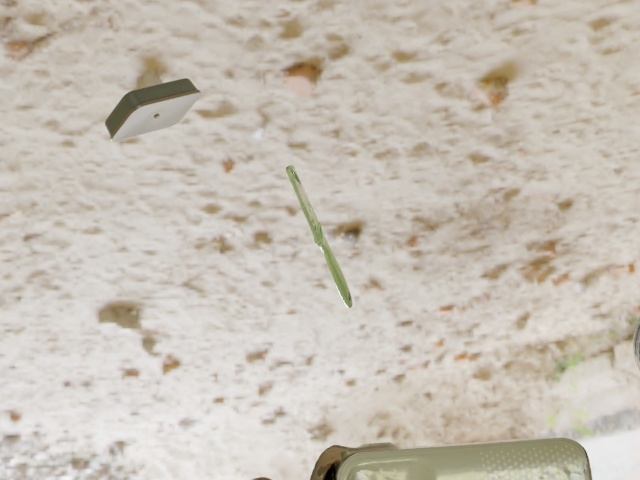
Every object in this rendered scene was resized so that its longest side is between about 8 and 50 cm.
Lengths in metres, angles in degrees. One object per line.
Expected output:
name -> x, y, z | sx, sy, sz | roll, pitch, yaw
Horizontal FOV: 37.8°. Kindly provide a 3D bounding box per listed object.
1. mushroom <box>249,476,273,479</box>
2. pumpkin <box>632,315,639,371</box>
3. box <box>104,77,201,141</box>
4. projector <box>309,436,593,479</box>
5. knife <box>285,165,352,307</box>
mushroom -> -0.085, 0.434, 1.477 | 0.109, 0.126, 0.085 | -33, -174, -16
pumpkin -> 0.476, 0.119, 1.097 | 0.211, 0.152, 0.211 | -19, -159, 7
box -> -0.230, -0.180, 1.275 | 0.126, 0.031, 0.091 | -25, 170, -45
projector -> 0.106, 0.253, 0.803 | 0.242, 0.163, 0.177 | -4, 166, 0
knife -> 0.000, 0.000, 1.088 | 0.014, 0.030, 0.207 | -15, 119, 16
